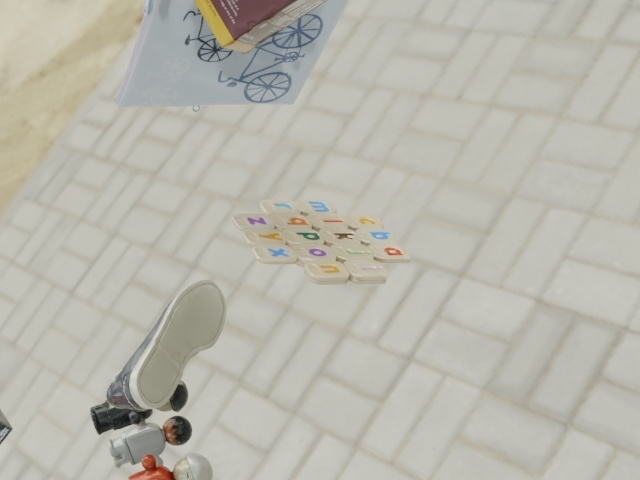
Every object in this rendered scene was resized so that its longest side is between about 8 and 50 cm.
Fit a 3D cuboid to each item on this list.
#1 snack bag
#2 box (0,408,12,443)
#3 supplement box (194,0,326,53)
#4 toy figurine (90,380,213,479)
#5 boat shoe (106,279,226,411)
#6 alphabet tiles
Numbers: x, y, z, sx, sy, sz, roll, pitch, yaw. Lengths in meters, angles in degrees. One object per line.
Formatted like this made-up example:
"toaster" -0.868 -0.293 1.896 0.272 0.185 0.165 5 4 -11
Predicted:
"snack bag" -0.149 -0.313 1.857 0.323 0.343 0.037 124 135 -55
"box" -0.524 0.231 1.474 0.163 0.142 0.247 -54 29 -6
"supplement box" -0.084 -0.385 1.546 0.194 0.191 0.129 -31 -1 12
"toy figurine" -0.244 0.333 1.756 0.148 0.209 0.213 -20 58 -9
"boat shoe" -0.174 0.115 1.297 0.065 0.075 0.206 -18 25 34
"alphabet tiles" 0.000 0.000 1.969 0.284 0.278 0.021 -128 43 -54
